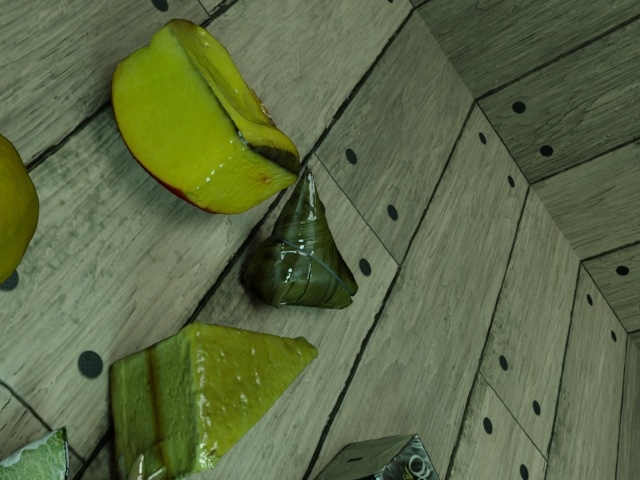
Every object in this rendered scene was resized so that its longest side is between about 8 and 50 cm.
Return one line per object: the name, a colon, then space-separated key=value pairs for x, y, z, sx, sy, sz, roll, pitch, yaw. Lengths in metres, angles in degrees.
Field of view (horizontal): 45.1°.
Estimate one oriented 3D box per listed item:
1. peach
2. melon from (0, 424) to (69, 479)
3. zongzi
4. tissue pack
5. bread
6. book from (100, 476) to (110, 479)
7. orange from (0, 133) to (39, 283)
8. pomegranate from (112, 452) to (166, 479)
peach: x=-0.224 y=-0.215 z=1.510 sx=0.380 sy=0.242 sz=0.306 roll=50 pitch=16 yaw=-5
melon: x=-0.421 y=0.359 z=1.091 sx=0.139 sy=0.093 sz=0.203 roll=8 pitch=80 yaw=-12
zongzi: x=0.000 y=0.000 z=1.655 sx=0.286 sy=0.138 sz=0.300 roll=10 pitch=102 yaw=-49
tissue pack: x=0.153 y=0.594 z=1.562 sx=0.198 sy=0.210 sz=0.370 roll=-30 pitch=96 yaw=-47
bread: x=-0.149 y=0.285 z=1.325 sx=0.361 sy=0.233 sz=0.245 roll=14 pitch=56 yaw=-48
book: x=-0.370 y=0.459 z=1.148 sx=0.198 sy=0.016 sz=0.139 roll=-19 pitch=86 yaw=-53
orange: x=-0.532 y=-0.042 z=1.050 sx=0.279 sy=0.235 sz=0.279 roll=21 pitch=49 yaw=-26
pomegranate: x=-0.280 y=0.399 z=1.071 sx=0.191 sy=0.152 sz=0.131 roll=-85 pitch=178 yaw=-48
